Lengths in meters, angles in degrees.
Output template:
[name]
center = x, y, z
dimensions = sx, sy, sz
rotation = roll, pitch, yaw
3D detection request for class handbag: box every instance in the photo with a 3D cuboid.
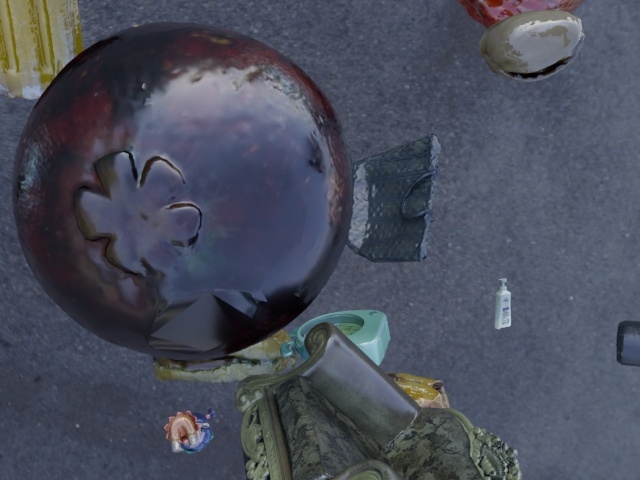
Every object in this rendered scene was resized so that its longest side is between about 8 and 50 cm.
[handbag]
center = 0.141, -0.072, 1.300
dimensions = 0.089, 0.175, 0.270
rotation = 35, 55, -42

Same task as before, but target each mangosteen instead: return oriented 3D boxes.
[mangosteen]
center = -0.108, -0.041, 0.616
dimensions = 0.311, 0.311, 0.311
rotation = -8, 104, -34

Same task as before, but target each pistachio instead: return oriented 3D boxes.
[pistachio]
center = 0.315, -0.292, 1.036
dimensions = 0.149, 0.113, 0.113
rotation = -13, 113, 10

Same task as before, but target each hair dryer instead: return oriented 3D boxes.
[hair dryer]
center = 0.541, 0.103, 1.101
dimensions = 0.071, 0.124, 0.219
rotation = 62, 41, -48

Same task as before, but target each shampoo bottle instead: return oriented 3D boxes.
[shampoo bottle]
center = 0.492, 0.167, 1.877
dimensions = 0.049, 0.034, 0.141
rotation = -7, 103, -24

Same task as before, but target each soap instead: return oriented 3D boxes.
[soap]
center = -0.344, -0.275, 0.766
dimensions = 0.140, 0.073, 0.232
rotation = -4, 111, -6

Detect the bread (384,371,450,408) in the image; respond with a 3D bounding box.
[bread]
center = 0.154, 0.373, 1.442
dimensions = 0.099, 0.235, 0.210
rotation = -60, 143, -55

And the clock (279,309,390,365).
[clock]
center = 0.026, 0.179, 1.247
dimensions = 0.148, 0.189, 0.060
rotation = -50, 132, -64

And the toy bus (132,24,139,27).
[toy bus]
center = -0.164, -0.193, 0.854
dimensions = 0.126, 0.210, 0.136
rotation = 85, 28, -45

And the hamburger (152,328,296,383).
[hamburger]
center = -0.192, 0.195, 1.333
dimensions = 0.285, 0.266, 0.134
rotation = 2, 81, -69

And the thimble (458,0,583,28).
[thimble]
center = 0.329, -0.520, 1.247
dimensions = 0.230, 0.350, 0.350
rotation = -42, 128, 20

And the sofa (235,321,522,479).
[sofa]
center = 0.056, 0.198, 0.631
dimensions = 0.182, 0.258, 0.200
rotation = -42, 114, 8

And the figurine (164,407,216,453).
[figurine]
center = -0.321, 0.474, 1.746
dimensions = 0.111, 0.195, 0.102
rotation = -14, 71, -3
